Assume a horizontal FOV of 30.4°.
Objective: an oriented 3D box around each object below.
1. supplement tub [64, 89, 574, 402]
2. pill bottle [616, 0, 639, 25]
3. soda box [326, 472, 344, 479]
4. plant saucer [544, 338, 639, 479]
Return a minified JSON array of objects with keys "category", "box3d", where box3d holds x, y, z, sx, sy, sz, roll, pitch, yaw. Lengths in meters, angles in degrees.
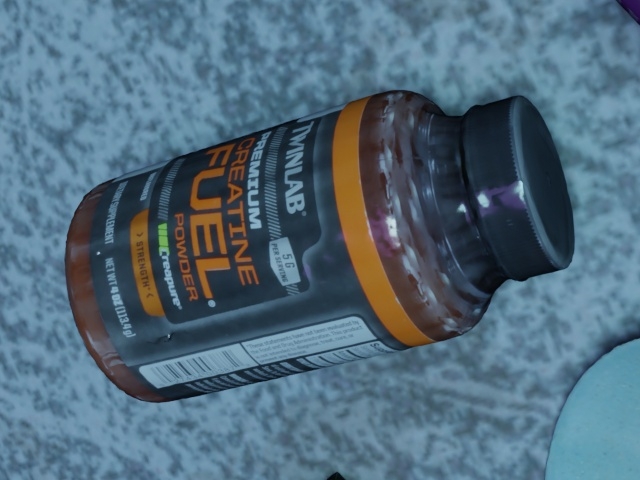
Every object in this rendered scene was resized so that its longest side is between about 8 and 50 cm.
[{"category":"supplement tub","box3d":[0.000,0.000,0.490,0.198,0.106,0.106,-16,97,23]},{"category":"pill bottle","box3d":[0.133,-0.155,0.363,0.301,0.169,0.169,47,114,5]},{"category":"soda box","box3d":[-0.035,0.191,0.578,0.060,0.053,0.169,47,114,6]},{"category":"plant saucer","box3d":[0.163,0.129,0.457,0.195,0.037,0.194,23,116,58]}]
